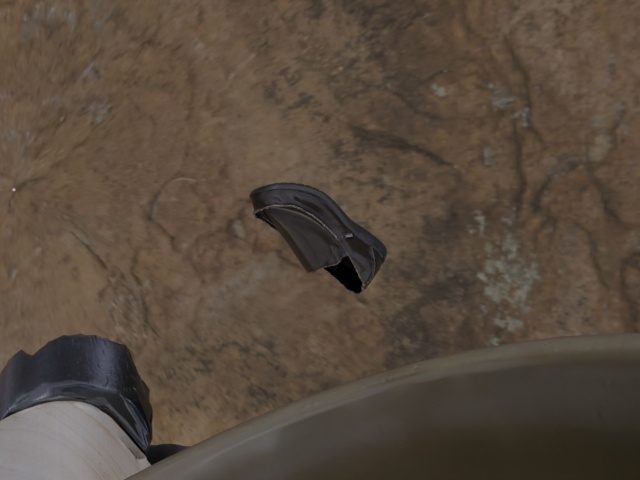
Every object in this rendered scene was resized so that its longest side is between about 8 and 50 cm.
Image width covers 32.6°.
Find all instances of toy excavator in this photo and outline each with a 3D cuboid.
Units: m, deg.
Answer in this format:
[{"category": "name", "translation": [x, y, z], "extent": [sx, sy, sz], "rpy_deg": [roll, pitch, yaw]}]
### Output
[{"category": "toy excavator", "translation": [-0.257, 0.328, 0.803], "extent": [0.445, 0.222, 0.433], "rpy_deg": [-22, 131, 7]}]

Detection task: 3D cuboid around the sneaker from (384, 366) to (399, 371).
[{"category": "sneaker", "translation": [0.077, 0.238, 1.541], "extent": [0.188, 0.071, 0.066], "rpy_deg": [-22, 59, -14]}]

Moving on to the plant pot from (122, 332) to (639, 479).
[{"category": "plant pot", "translation": [0.035, 0.218, 0.278], "extent": [0.323, 0.323, 0.281], "rpy_deg": [-27, 102, -13]}]

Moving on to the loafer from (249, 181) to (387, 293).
[{"category": "loafer", "translation": [0.000, 0.000, 1.365], "extent": [0.220, 0.080, 0.078], "rpy_deg": [31, 57, -33]}]
